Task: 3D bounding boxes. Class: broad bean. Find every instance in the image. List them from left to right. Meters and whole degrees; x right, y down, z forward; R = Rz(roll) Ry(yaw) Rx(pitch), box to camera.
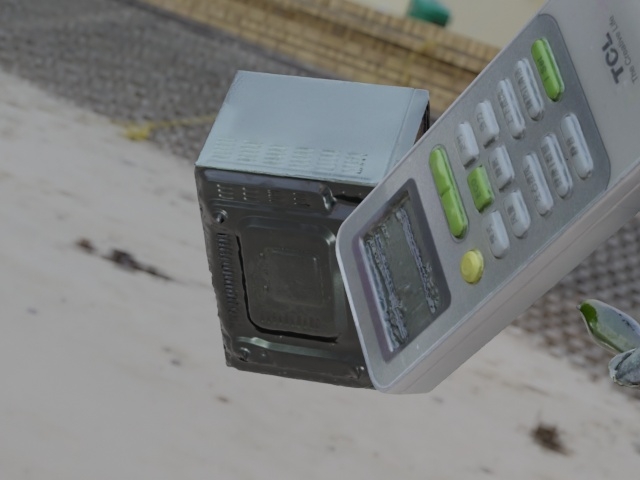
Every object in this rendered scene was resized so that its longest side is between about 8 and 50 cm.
[{"bbox_3d":[0.331,0.115,1.457,0.227,0.039,0.069,26,41,26],"label":"broad bean"}]

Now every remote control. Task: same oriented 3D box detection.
[{"bbox_3d":[0.087,-0.025,0.721,0.034,0.250,0.103,4,57,-31],"label":"remote control"}]

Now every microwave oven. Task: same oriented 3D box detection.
[{"bbox_3d":[0.000,0.000,1.634,0.238,0.295,0.181,7,44,12],"label":"microwave oven"}]

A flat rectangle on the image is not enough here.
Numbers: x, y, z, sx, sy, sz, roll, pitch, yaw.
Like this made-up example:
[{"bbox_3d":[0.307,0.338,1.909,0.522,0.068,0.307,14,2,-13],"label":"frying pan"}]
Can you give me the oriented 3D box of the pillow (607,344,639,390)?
[{"bbox_3d":[0.200,0.050,0.667,0.136,0.091,0.055,20,-23,45],"label":"pillow"}]
